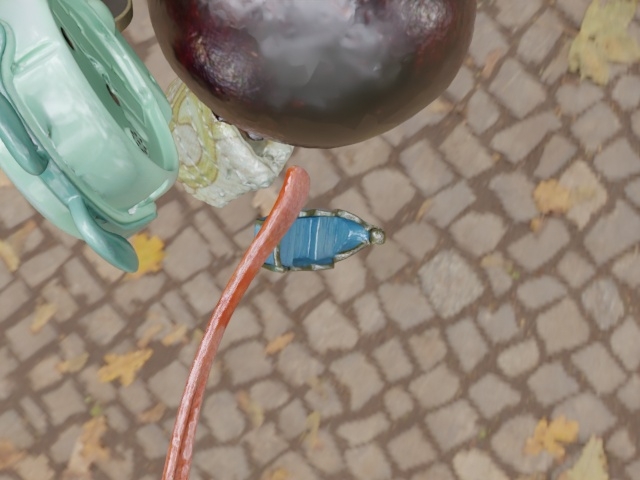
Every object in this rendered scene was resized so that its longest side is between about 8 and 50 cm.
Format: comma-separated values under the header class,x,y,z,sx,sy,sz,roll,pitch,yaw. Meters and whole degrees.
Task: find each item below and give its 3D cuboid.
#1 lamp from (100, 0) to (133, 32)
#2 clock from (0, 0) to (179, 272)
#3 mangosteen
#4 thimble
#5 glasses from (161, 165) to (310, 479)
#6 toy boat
class,x,y,z,sx,sy,sz,roll,pitch,yaw
lamp,-0.196,-0.119,1.321,0.121,0.121,0.214,11,136,9
clock,-0.126,-0.067,0.772,0.060,0.188,0.148,-30,125,9
mangosteen,0.002,-0.254,1.365,0.307,0.307,0.346,26,112,4
thimble,-0.113,-0.137,1.887,0.143,0.137,0.190,-26,73,48
glasses,0.024,0.113,0.598,0.234,0.118,0.268,9,100,32
toy boat,0.000,0.000,1.791,0.077,0.185,0.075,14,102,34
